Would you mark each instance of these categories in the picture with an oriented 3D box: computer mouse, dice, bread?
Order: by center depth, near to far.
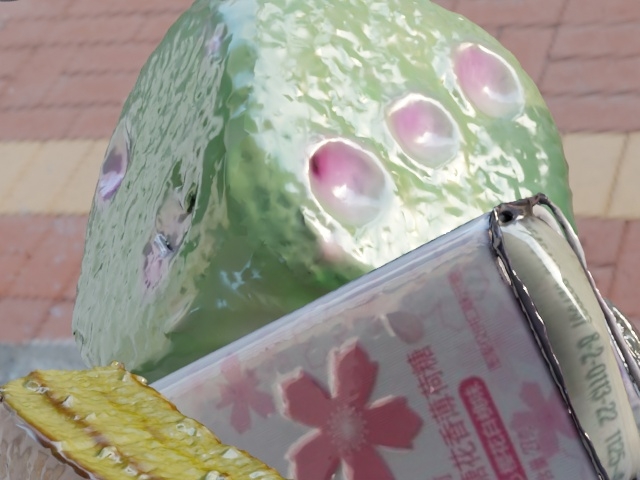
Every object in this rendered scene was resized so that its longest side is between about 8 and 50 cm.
[{"bbox_3d":[-0.094,0.175,0.734,0.111,0.184,0.234,-4,13,-30],"label":"bread"},{"bbox_3d":[0.000,0.000,1.287,0.322,0.318,0.330,18,54,-23],"label":"dice"},{"bbox_3d":[0.334,0.103,1.919,0.192,0.062,0.106,37,30,20],"label":"computer mouse"}]

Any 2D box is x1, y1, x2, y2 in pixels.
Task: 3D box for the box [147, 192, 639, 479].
[{"bbox_3d":[0.023,0.127,0.970,0.370,0.190,0.112,-27,-6,31],"label":"box"}]
